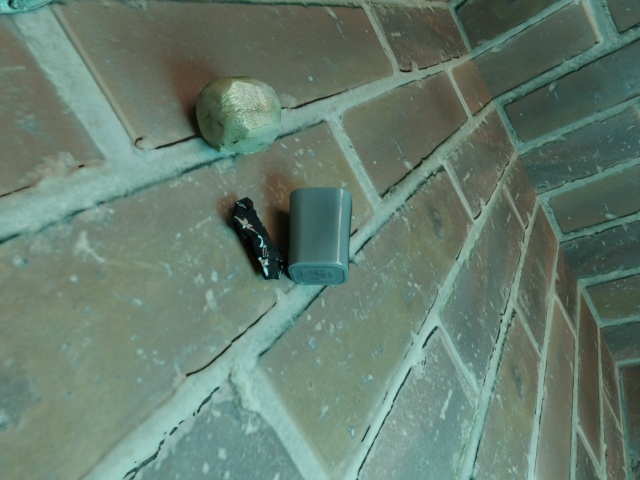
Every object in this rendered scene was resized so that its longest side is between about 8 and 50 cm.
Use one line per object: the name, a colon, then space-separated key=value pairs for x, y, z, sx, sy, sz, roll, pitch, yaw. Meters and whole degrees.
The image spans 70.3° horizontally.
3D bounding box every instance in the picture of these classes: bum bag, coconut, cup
bum bag: x=-0.086 y=0.001 z=0.631 sx=0.124 sy=0.034 sz=0.058 roll=60 pitch=29 yaw=-10
coconut: x=-0.107 y=-0.174 z=0.641 sx=0.125 sy=0.110 sz=0.110 roll=-19 pitch=87 yaw=-47
cup: x=0.000 y=0.000 z=0.695 sx=0.128 sy=0.095 sz=0.129 roll=82 pitch=10 yaw=-63

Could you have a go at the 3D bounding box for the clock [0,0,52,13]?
clock: x=-0.309 y=-0.337 z=0.417 sx=0.236 sy=0.053 sz=0.236 roll=-46 pitch=145 yaw=-47
